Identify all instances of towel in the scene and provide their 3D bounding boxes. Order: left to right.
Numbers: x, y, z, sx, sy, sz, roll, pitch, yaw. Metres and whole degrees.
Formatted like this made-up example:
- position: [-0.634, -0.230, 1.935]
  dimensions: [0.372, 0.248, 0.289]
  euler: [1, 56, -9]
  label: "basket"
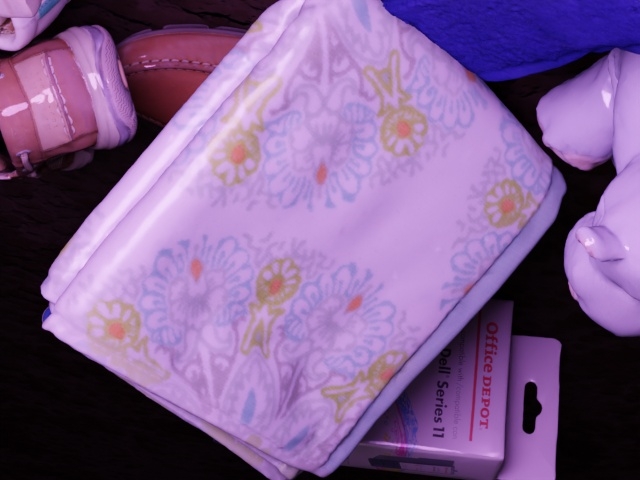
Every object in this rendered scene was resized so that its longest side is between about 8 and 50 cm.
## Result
- position: [0.000, 0.000, 0.944]
  dimensions: [0.320, 0.374, 0.090]
  euler: [41, 179, -38]
  label: "towel"
- position: [0.084, -0.212, 0.737]
  dimensions: [0.308, 0.076, 0.228]
  euler: [30, 164, -31]
  label: "towel"

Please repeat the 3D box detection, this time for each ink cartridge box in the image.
- position: [0.121, 0.172, 1.415]
  dimensions: [0.353, 0.207, 0.119]
  euler: [5, 155, 4]
  label: "ink cartridge box"

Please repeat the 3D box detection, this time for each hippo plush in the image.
- position: [0.299, -0.045, 0.890]
  dimensions: [0.234, 0.236, 0.294]
  euler: [12, 154, -6]
  label: "hippo plush"

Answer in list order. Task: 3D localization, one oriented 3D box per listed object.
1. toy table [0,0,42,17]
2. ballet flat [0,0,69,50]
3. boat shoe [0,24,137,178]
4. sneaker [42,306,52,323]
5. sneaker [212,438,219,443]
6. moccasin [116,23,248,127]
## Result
- position: [-0.200, -0.268, 0.681]
  dimensions: [0.252, 0.161, 0.274]
  euler: [-3, 151, 22]
  label: "toy table"
- position: [-0.383, -0.215, 0.870]
  dimensions: [0.400, 0.139, 0.139]
  euler: [8, 154, 2]
  label: "ballet flat"
- position: [-0.253, -0.108, 0.978]
  dimensions: [0.116, 0.123, 0.324]
  euler: [-22, -176, -22]
  label: "boat shoe"
- position: [-0.307, 0.087, 1.538]
  dimensions: [0.152, 0.058, 0.084]
  euler: [-3, 158, 12]
  label: "sneaker"
- position: [-0.050, 0.225, 1.659]
  dimensions: [0.323, 0.130, 0.236]
  euler: [-10, 153, 44]
  label: "sneaker"
- position: [-0.023, -0.070, 1.038]
  dimensions: [0.380, 0.147, 0.139]
  euler: [28, 148, -34]
  label: "moccasin"
